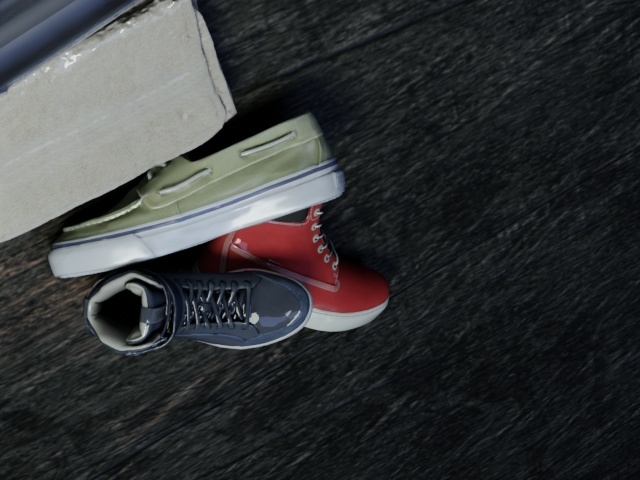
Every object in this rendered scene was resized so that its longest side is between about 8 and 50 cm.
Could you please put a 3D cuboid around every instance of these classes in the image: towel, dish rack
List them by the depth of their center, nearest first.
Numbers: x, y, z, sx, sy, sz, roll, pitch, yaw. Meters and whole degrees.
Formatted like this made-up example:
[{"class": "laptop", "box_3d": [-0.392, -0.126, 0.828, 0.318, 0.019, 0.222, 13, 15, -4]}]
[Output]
[{"class": "dish rack", "box_3d": [-0.293, -0.152, 1.450, 0.333, 0.285, 0.072, -41, 113, -42]}, {"class": "towel", "box_3d": [-0.222, -0.120, 1.738, 0.282, 0.049, 0.187, -27, 139, -9]}]

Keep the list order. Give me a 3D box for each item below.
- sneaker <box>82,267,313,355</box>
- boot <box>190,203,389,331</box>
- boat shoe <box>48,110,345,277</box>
[{"class": "sneaker", "box_3d": [-0.122, 0.070, 1.849, 0.226, 0.163, 0.086, 0, 91, 2]}, {"class": "boot", "box_3d": [0.000, 0.000, 1.987, 0.244, 0.088, 0.176, 9, 122, -36]}, {"class": "boat shoe", "box_3d": [-0.128, -0.043, 1.850, 0.302, 0.094, 0.109, -18, -179, -2]}]
